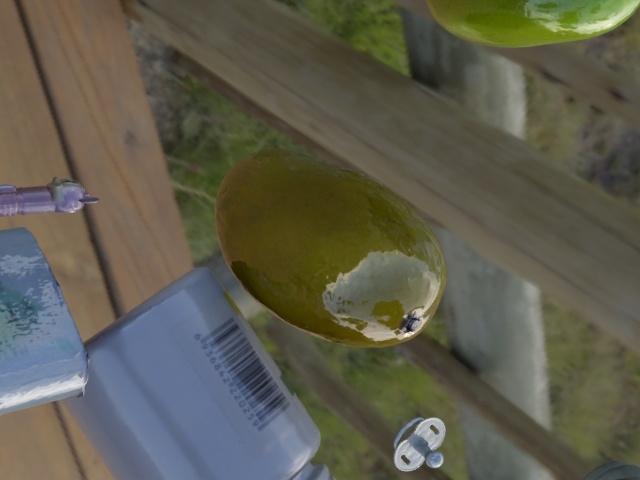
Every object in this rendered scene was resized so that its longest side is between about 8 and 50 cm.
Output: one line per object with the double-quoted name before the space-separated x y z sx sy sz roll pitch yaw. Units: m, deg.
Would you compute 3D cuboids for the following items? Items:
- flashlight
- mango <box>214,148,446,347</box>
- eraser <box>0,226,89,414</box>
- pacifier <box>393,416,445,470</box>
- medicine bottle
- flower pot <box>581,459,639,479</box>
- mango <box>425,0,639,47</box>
"flashlight" -0.247 -0.038 1.199 0.110 0.052 0.031 -5 102 -22
"mango" -0.004 0.004 1.496 0.195 0.332 0.142 -27 131 -34
"eraser" -0.336 0.083 1.218 0.227 0.174 0.081 -11 154 -37
"pacifier" 0.133 0.266 1.796 0.083 0.064 0.068 -45 133 -6
"medicine bottle" -0.114 0.219 1.480 0.208 0.208 0.339 -34 93 -20
"flower pot" 0.235 0.336 1.215 0.254 0.164 0.367 -48 163 -24
"mango" 0.213 -0.282 1.492 0.185 0.273 0.149 -18 114 -12
